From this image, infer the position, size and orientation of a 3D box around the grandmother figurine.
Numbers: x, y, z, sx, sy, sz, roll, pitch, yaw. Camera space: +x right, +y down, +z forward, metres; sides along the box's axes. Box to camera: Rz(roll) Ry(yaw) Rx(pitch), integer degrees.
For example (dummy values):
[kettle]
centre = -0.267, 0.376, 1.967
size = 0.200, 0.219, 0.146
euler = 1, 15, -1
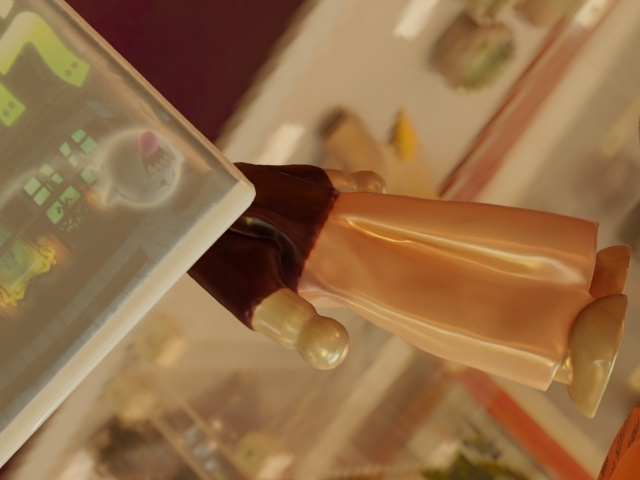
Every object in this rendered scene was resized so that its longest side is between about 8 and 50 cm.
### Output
[grandmother figurine]
centre = 0.000, 0.000, 1.126
size = 0.208, 0.342, 0.104
euler = -64, 169, -73

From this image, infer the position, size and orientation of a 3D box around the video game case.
[video game case]
centre = -0.141, -0.005, 0.515
size = 0.190, 0.173, 0.022
euler = -47, -175, -14

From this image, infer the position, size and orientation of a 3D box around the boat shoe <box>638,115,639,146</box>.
[boat shoe]
centre = 0.387, -0.159, 1.379
size = 0.367, 0.136, 0.156
euler = -22, 147, -13

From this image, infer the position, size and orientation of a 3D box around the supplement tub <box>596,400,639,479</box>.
[supplement tub]
centre = 0.279, 0.174, 0.867
size = 0.316, 0.193, 0.193
euler = 14, 128, -7
